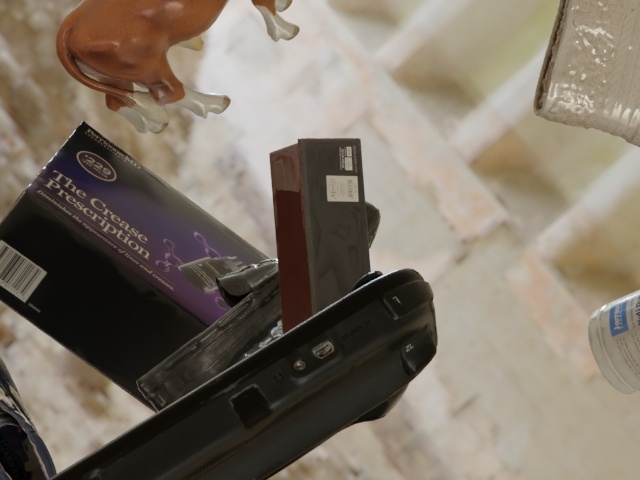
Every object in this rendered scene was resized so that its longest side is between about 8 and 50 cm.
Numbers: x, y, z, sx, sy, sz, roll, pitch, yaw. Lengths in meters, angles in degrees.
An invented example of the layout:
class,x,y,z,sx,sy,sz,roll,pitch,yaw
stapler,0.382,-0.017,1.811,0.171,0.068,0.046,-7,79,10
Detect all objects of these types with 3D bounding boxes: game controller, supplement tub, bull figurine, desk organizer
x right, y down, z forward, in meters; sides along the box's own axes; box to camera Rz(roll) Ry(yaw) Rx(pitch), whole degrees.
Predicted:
class,x,y,z,sx,sy,sz,roll,pitch,yaw
game controller,-0.072,0.124,1.077,0.067,0.319,0.166,56,-19,9
supplement tub,0.255,0.062,1.396,0.071,0.107,0.071,33,43,-38
bull figurine,-0.112,-0.242,1.832,0.188,0.310,0.101,53,-12,-33
desk organizer,0.000,0.000,1.288,0.050,0.047,0.130,-14,-101,62

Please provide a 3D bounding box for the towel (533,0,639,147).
class,x,y,z,sx,sy,sz,roll,pitch,yaw
towel,0.331,-0.233,1.926,0.187,0.282,0.049,16,-3,-14

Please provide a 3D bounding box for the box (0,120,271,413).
class,x,y,z,sx,sy,sz,roll,pitch,yaw
box,-0.145,0.037,1.646,0.261,0.103,0.184,36,20,-7

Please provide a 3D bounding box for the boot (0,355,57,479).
class,x,y,z,sx,sy,sz,roll,pitch,yaw
boot,-0.254,0.120,1.467,0.190,0.069,0.086,56,-19,3

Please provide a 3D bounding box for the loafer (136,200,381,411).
class,x,y,z,sx,sy,sz,roll,pitch,yaw
loafer,-0.042,0.047,1.422,0.078,0.223,0.076,40,-14,7
